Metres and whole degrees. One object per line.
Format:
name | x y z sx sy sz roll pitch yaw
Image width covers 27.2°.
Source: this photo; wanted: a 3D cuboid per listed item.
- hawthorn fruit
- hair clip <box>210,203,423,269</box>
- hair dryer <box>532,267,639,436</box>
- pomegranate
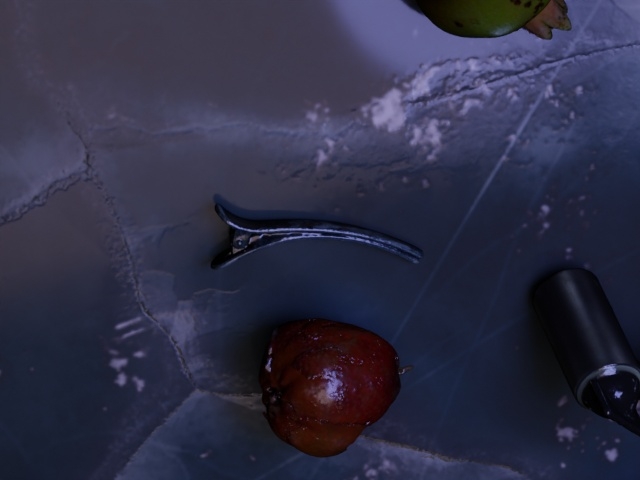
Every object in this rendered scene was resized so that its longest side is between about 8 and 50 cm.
hawthorn fruit | 0.018 0.151 1.401 0.172 0.148 0.148 -11 109 -24
hair clip | 0.000 0.000 1.400 0.229 0.039 0.070 2 106 -9
hair dryer | 0.345 0.160 1.435 0.078 0.196 0.248 -40 130 22
pomegranate | 0.176 -0.266 1.291 0.205 0.159 0.159 32 102 -42
